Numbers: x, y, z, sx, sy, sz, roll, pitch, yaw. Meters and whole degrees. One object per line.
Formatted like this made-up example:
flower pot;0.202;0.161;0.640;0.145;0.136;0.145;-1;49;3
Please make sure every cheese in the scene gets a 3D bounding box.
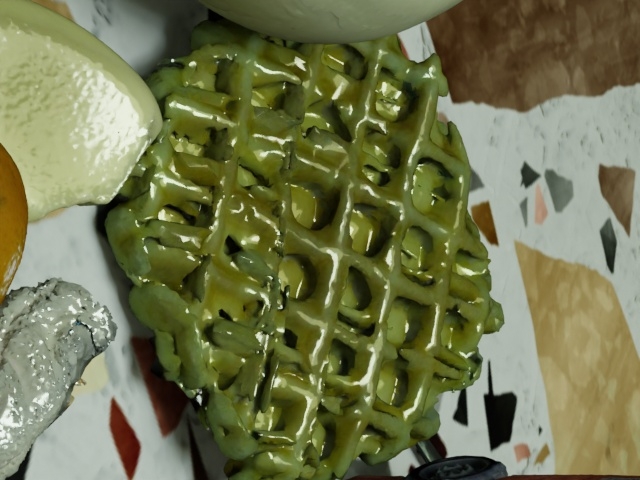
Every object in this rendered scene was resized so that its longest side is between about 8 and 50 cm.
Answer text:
cheese;-0.202;-0.103;0.963;0.255;0.050;0.127;42;69;-29

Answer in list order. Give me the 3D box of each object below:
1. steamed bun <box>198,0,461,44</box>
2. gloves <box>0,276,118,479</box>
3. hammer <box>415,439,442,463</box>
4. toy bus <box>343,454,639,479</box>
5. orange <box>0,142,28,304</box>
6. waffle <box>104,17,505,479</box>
steamed bun;-0.020;-0.273;1.080;0.334;0.233;0.312;-18;102;-43
gloves;-0.180;0.088;0.945;0.070;0.114;0.153;38;49;0
hammer;0.094;0.184;1.341;0.201;0.021;0.078;59;45;-29
toy bus;0.143;0.253;1.067;0.233;0.427;0.203;-19;100;-49
orange;-0.213;0.005;0.858;0.124;0.156;0.156;26;62;-16
waffle;0.000;0.000;1.154;0.297;0.073;0.317;-31;107;-39
